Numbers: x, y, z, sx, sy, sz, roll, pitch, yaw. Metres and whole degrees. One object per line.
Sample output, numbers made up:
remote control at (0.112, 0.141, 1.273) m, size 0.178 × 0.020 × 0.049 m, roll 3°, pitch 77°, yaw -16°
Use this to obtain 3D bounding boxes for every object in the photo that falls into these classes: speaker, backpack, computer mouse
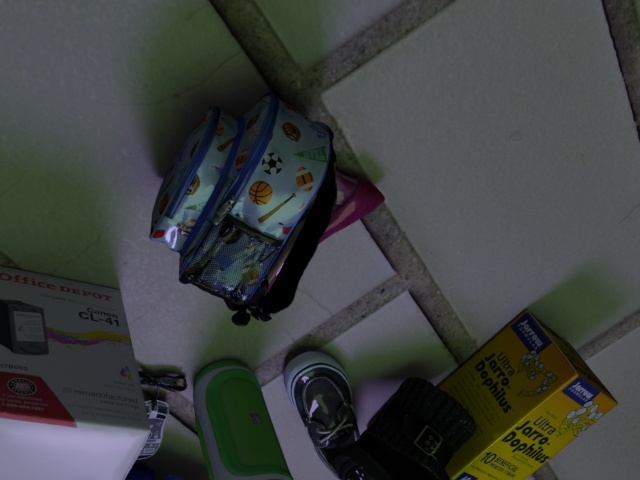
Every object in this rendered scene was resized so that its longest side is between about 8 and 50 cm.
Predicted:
speaker at (-0.135, 0.343, 1.315) m, size 0.131 × 0.296 × 0.131 m, roll -12°, pitch 129°, yaw -15°
backpack at (-0.101, -0.072, 1.052) m, size 0.213 × 0.276 × 0.263 m, roll 33°, pitch 106°, yaw -24°
computer mouse at (-0.312, 0.312, 1.390) m, size 0.106 × 0.042 × 0.193 m, roll 7°, pitch 117°, yaw -33°

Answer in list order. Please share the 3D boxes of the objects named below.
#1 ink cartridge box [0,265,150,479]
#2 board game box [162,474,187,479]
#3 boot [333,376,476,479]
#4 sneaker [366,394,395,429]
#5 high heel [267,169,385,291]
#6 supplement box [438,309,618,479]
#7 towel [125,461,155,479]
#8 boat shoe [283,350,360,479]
ink cartridge box at (-0.383, 0.186, 1.082) m, size 0.226 × 0.306 × 0.131 m, roll 16°, pitch 118°, yaw -32°
board game box at (-0.325, 0.609, 1.505) m, size 0.347 × 0.078 × 0.233 m, roll -40°, pitch 135°, yaw 14°
boot at (0.221, 0.449, 1.463) m, size 0.260 × 0.348 × 0.131 m, roll -34°, pitch 168°, yaw -36°
sneaker at (0.153, 0.382, 1.636) m, size 0.067 × 0.042 × 0.118 m, roll 27°, pitch 110°, yaw -32°
high heel at (0.000, 0.000, 1.250) m, size 0.117 × 0.082 × 0.244 m, roll 26°, pitch 101°, yaw -25°
supplement box at (0.393, 0.355, 1.615) m, size 0.356 × 0.195 × 0.194 m, roll -45°, pitch 129°, yaw 14°
towel at (-0.464, 0.530, 1.480) m, size 0.308 × 0.076 × 0.228 m, roll -9°, pitch 136°, yaw -17°
boat shoe at (0.026, 0.348, 1.505) m, size 0.121 × 0.119 × 0.335 m, roll -25°, pitch 132°, yaw -3°
